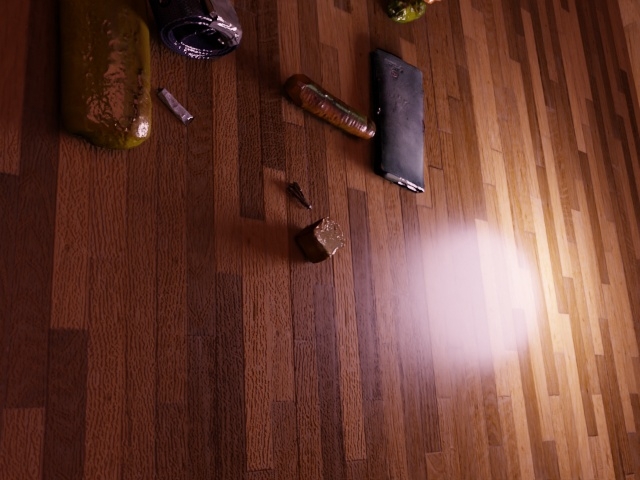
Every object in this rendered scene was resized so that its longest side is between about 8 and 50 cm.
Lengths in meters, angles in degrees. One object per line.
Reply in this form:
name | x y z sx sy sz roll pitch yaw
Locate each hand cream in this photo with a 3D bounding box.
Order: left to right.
hand cream | -0.292 -0.269 1.353 0.093 0.019 0.030 49 48 -27

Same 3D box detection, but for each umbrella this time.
umbrella | -0.048 -0.101 1.510 0.083 0.020 0.031 55 49 -20

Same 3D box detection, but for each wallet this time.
wallet | 0.209 -0.318 1.791 0.190 0.046 0.379 17 64 -39

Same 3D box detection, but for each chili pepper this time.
chili pepper | 0.228 -0.650 1.903 0.072 0.073 0.204 51 35 6

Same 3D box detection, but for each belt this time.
belt | -0.248 -0.451 1.343 0.230 0.139 0.126 2 69 -71

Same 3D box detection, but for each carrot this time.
carrot | 0.027 -0.314 1.616 0.260 0.070 0.070 23 62 -36

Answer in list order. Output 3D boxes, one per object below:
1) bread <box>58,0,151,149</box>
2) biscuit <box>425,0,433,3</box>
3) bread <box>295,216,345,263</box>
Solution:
bread | -0.384 -0.354 1.229 0.166 0.112 0.384 6 72 -41
biscuit | 0.267 -0.739 1.961 0.250 0.036 0.165 -3 51 -43
bread | 0.000 -0.001 1.482 0.076 0.070 0.083 -43 107 -41
